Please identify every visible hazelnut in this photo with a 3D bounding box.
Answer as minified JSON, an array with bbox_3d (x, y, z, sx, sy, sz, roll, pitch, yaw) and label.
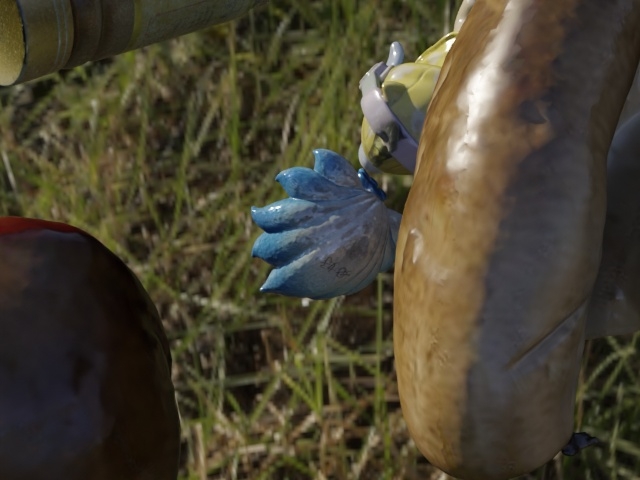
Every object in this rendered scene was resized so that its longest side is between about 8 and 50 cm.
[{"bbox_3d":[-0.187,0.104,0.856,0.229,0.229,0.229,-1,52,2],"label":"hazelnut"}]

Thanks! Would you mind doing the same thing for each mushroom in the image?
[{"bbox_3d":[0.113,-0.046,0.579,0.156,0.151,0.286,11,46,47],"label":"mushroom"}]

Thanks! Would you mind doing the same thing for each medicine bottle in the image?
[{"bbox_3d":[-0.201,-0.271,1.481,0.322,0.151,0.151,-23,53,-34],"label":"medicine bottle"}]

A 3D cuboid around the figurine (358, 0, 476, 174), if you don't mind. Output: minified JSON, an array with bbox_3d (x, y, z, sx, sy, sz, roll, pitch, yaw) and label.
[{"bbox_3d":[0.110,-0.127,1.236,0.128,0.208,0.184,46,28,-2],"label":"figurine"}]

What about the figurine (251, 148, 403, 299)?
[{"bbox_3d":[0.000,0.000,0.979,0.114,0.114,0.079,-15,41,-9],"label":"figurine"}]
